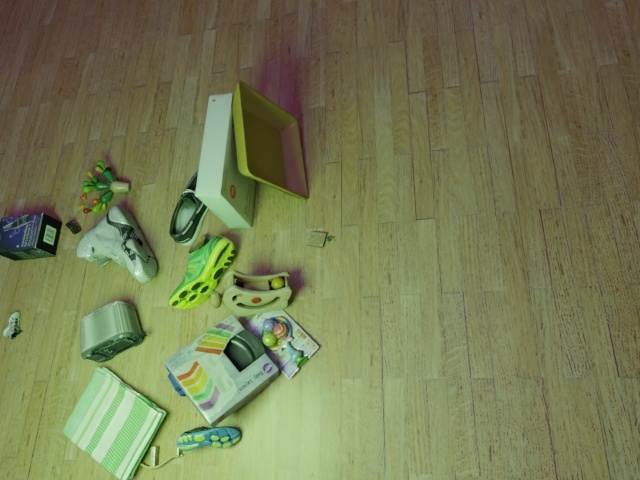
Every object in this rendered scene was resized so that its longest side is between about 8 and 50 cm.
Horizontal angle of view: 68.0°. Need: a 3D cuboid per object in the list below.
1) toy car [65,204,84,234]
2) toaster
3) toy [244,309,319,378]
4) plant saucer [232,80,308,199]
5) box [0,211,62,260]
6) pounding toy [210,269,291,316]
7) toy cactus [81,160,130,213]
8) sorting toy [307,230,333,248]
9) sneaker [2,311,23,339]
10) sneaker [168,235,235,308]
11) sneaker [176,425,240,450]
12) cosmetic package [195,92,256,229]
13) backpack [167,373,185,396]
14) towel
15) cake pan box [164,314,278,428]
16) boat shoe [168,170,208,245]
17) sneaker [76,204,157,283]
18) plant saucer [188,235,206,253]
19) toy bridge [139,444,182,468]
[{"bbox_3d":[-0.968,-0.078,1.900,0.040,0.060,0.122,-28,33,52],"label":"toy car"},{"bbox_3d":[-0.710,0.305,1.619,0.227,0.129,0.146,-28,63,5],"label":"toaster"},{"bbox_3d":[-0.134,0.303,1.499,0.137,0.056,0.237,-46,65,-7],"label":"toy"},{"bbox_3d":[-0.181,-0.316,1.605,0.081,0.332,0.333,-18,71,29],"label":"plant saucer"},{"bbox_3d":[-1.155,-0.013,1.876,0.207,0.108,0.153,-7,68,12],"label":"box"},{"bbox_3d":[-0.232,0.137,1.521,0.269,0.154,0.155,-10,47,-3],"label":"pounding toy"},{"bbox_3d":[-0.849,-0.207,1.886,0.180,0.112,0.219,2,66,-4],"label":"toy cactus"},{"bbox_3d":[0.000,0.000,1.604,0.083,0.012,0.062,9,67,22],"label":"sorting toy"},{"bbox_3d":[-1.141,0.324,1.782,0.069,0.038,0.098,19,85,20],"label":"sneaker"},{"bbox_3d":[-0.412,0.110,1.639,0.295,0.109,0.123,-52,45,-7],"label":"sneaker"},{"bbox_3d":[-0.336,0.588,1.436,0.188,0.078,0.067,-6,97,-1],"label":"sneaker"},{"bbox_3d":[-0.309,-0.264,1.642,0.097,0.284,0.377,-3,69,14],"label":"cosmetic package"},{"bbox_3d":[-0.410,0.425,1.505,0.120,0.101,0.098,-38,71,-3],"label":"backpack"},{"bbox_3d":[-0.670,0.584,1.525,0.324,0.038,0.248,21,78,26],"label":"towel"},{"bbox_3d":[-0.295,0.389,1.448,0.266,0.070,0.246,-32,66,-28],"label":"cake pan box"},{"bbox_3d":[-0.470,-0.133,1.741,0.114,0.091,0.303,3,70,16],"label":"boat shoe"},{"bbox_3d":[-0.743,0.053,1.725,0.210,0.137,0.366,-37,59,0],"label":"sneaker"},{"bbox_3d":[-0.436,0.018,1.698,0.083,0.015,0.083,-33,30,22],"label":"plant saucer"},{"bbox_3d":[-0.515,0.673,1.477,0.188,0.026,0.063,-8,69,12],"label":"toy bridge"}]
